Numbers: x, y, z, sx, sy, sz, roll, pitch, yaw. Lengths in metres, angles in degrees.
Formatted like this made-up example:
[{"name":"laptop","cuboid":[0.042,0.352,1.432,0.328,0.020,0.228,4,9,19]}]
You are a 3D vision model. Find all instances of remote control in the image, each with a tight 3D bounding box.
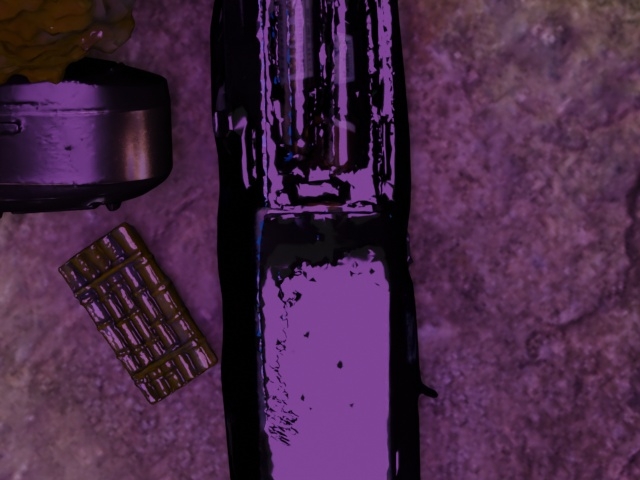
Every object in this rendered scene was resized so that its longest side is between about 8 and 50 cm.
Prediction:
[{"name":"remote control","cuboid":[0.000,0.000,1.185,0.145,0.062,0.398,-3,96,4]}]

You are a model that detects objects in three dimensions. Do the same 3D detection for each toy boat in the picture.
[{"name":"toy boat","cuboid":[-0.123,0.050,1.216,0.063,0.016,0.115,-34,91,20]}]

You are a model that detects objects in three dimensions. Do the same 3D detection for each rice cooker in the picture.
[{"name":"rice cooker","cuboid":[-0.176,-0.070,1.167,0.165,0.112,0.106,-8,102,9]}]

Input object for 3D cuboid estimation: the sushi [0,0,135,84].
[{"name":"sushi","cuboid":[-0.231,-0.277,1.024,0.240,0.351,0.396,-10,91,4]}]
